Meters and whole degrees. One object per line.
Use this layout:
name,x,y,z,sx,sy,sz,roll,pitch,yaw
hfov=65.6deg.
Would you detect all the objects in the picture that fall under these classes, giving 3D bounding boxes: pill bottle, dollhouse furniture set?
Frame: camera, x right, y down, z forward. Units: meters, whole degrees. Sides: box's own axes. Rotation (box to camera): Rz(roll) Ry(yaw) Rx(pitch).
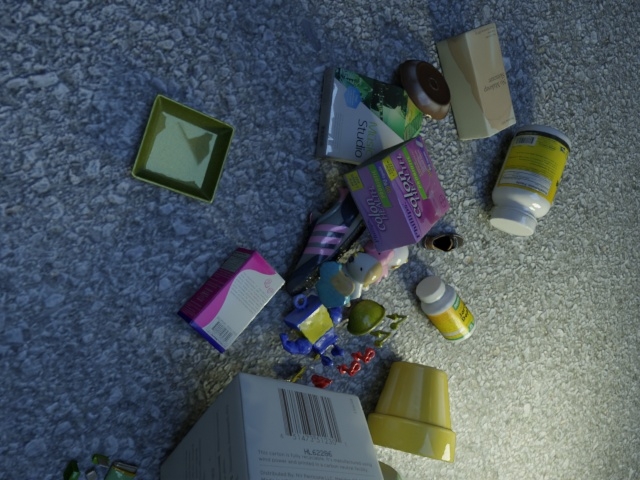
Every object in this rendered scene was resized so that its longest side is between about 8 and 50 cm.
pill bottle,0.383,0.208,1.534,0.117,0.117,0.208,-49,116,-18
dollhouse furniture set,-0.468,0.515,1.070,0.151,0.058,0.076,34,78,-30
pill bottle,0.682,-0.194,1.638,0.188,0.188,0.334,28,81,-31

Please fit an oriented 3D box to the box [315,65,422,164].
box,0.144,-0.319,1.366,0.322,0.058,0.232,5,92,-34

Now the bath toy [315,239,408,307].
bath toy,0.126,0.052,1.302,0.348,0.151,0.129,-29,101,-50

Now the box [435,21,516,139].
box,0.478,-0.480,1.520,0.148,0.121,0.311,-30,110,-27

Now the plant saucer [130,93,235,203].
plant saucer,-0.306,-0.199,1.106,0.188,0.045,0.188,19,85,-31

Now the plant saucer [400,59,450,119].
plant saucer,0.313,-0.441,1.424,0.198,0.036,0.199,18,59,-33

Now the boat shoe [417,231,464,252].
boat shoe,0.390,0.011,1.547,0.183,0.066,0.066,-5,98,-31

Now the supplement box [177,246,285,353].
supplement box,-0.208,0.133,1.162,0.220,0.114,0.111,-48,116,-17

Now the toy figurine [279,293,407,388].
toy figurine,0.022,0.212,1.277,0.362,0.191,0.217,-39,109,-24

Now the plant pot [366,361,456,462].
plant pot,0.268,0.488,1.433,0.254,0.254,0.239,28,64,-31

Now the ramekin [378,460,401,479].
ramekin,0.073,0.671,1.289,0.303,0.303,0.148,8,84,-32

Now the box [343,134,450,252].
box,0.201,-0.123,1.256,0.243,0.117,0.214,-37,106,-48

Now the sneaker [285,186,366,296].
sneaker,0.000,0.000,1.299,0.131,0.112,0.319,41,84,15

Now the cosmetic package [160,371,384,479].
cosmetic package,-0.110,0.545,1.044,0.329,0.327,0.394,20,122,-30
